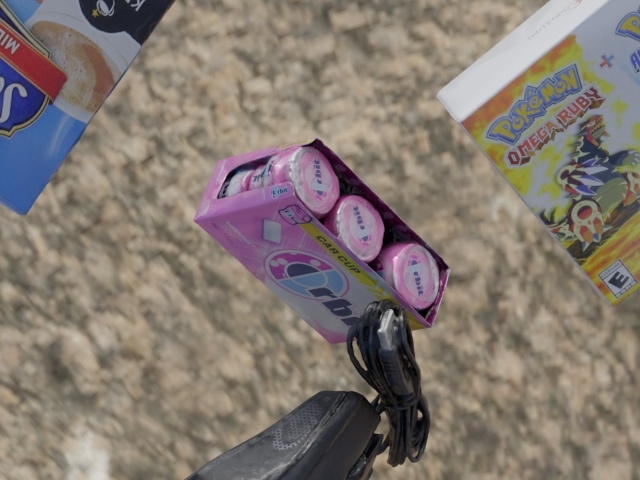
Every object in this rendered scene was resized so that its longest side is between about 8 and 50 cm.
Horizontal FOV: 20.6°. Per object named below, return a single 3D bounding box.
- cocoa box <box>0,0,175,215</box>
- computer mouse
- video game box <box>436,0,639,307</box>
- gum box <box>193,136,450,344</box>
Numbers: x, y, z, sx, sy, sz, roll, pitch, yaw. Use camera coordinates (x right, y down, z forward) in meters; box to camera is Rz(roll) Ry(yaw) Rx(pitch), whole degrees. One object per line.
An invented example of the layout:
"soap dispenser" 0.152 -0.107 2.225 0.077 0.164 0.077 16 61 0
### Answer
"cocoa box" -0.280 -0.204 1.092 0.347 0.231 0.228 26 79 45
"computer mouse" -0.012 0.182 1.320 0.272 0.188 0.072 -36 51 -19
"video game box" 0.203 -0.085 1.061 0.205 0.187 0.048 -40 31 7
"gum box" 0.000 0.000 1.368 0.107 0.188 0.062 -12 47 41
